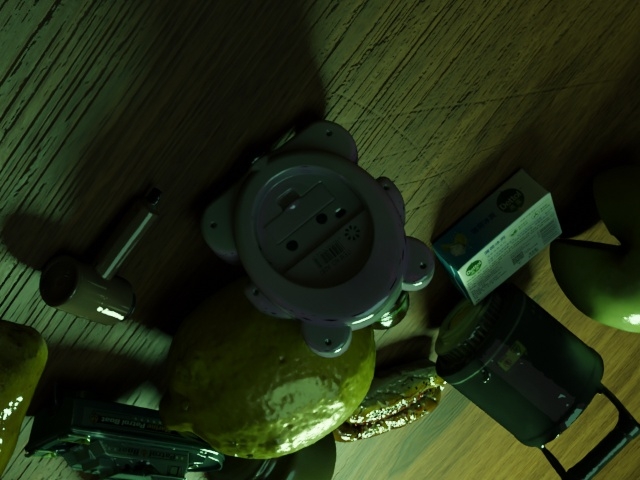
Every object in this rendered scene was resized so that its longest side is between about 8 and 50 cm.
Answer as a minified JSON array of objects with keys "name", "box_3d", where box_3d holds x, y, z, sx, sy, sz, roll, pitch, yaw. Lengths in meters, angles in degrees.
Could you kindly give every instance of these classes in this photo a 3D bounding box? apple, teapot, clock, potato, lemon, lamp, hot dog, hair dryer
[{"name":"apple","box_3d":[0.546,0.015,1.910,0.254,0.292,0.292,6,124,-53]},{"name":"teapot","box_3d":[-0.092,0.305,1.672,0.175,0.186,0.267,35,65,-43]},{"name":"clock","box_3d":[0.000,0.000,1.353,0.228,0.248,0.090,-39,166,-4]},{"name":"potato","box_3d":[-0.437,0.250,1.240,0.195,0.176,0.369,34,89,-32]},{"name":"lemon","box_3d":[-0.068,0.162,1.470,0.320,0.245,0.245,-27,143,-14]},{"name":"lamp","box_3d":[0.330,0.210,1.876,0.272,0.374,0.205,33,106,-27]},{"name":"hot dog","box_3d":[0.115,0.282,1.932,0.268,0.075,0.144,-18,139,-33]},{"name":"hair dryer","box_3d":[-0.238,0.015,1.309,0.181,0.064,0.117,-53,146,6]}]

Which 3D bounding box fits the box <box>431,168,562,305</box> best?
[{"name":"box","box_3d":[0.287,-0.003,1.789,0.194,0.073,0.139,-39,146,-3]}]

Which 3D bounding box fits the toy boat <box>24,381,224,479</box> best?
[{"name":"toy boat","box_3d":[-0.247,0.283,1.500,0.296,0.122,0.114,22,144,-40]}]

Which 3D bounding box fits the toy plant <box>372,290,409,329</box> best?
[{"name":"toy plant","box_3d":[0.080,0.065,1.645,0.093,0.093,0.162,-35,146,-10]}]
